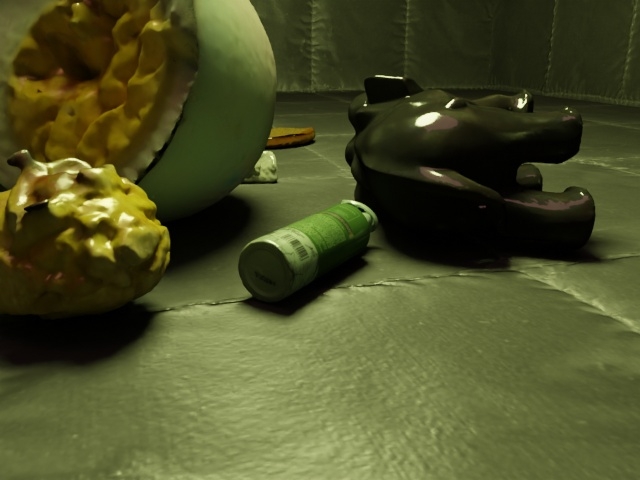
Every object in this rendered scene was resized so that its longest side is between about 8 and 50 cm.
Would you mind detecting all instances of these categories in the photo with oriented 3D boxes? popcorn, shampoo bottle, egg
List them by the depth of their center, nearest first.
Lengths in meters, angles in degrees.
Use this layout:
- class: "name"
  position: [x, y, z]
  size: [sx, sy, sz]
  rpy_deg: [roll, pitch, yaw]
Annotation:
- class: "popcorn"
  position: [-0.208, 0.001, 0.512]
  size: [0.167, 0.152, 0.148]
  rpy_deg: [-5, 35, 14]
- class: "shampoo bottle"
  position: [0.000, 0.000, 0.620]
  size: [0.065, 0.065, 0.204]
  rpy_deg: [10, 20, 29]
- class: "egg"
  position: [-0.212, -0.190, 0.796]
  size: [0.355, 0.354, 0.340]
  rpy_deg: [7, 1, 21]

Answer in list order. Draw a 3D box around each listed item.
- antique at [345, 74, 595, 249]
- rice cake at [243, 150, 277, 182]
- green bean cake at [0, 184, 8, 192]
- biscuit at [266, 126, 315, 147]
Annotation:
- class: "antique"
  position: [0.165, -0.109, 0.769]
  size: [0.255, 0.185, 0.322]
  rpy_deg: [1, 21, -2]
- class: "rice cake"
  position: [-0.199, -0.120, 1.020]
  size: [0.256, 0.052, 0.057]
  rpy_deg: [-2, 47, -8]
- class: "green bean cake"
  position: [-0.486, -0.111, 0.917]
  size: [0.182, 0.094, 0.173]
  rpy_deg: [2, 17, 7]
- class: "biscuit"
  position: [-0.129, -0.240, 1.428]
  size: [0.229, 0.031, 0.176]
  rpy_deg: [0, 17, 4]
